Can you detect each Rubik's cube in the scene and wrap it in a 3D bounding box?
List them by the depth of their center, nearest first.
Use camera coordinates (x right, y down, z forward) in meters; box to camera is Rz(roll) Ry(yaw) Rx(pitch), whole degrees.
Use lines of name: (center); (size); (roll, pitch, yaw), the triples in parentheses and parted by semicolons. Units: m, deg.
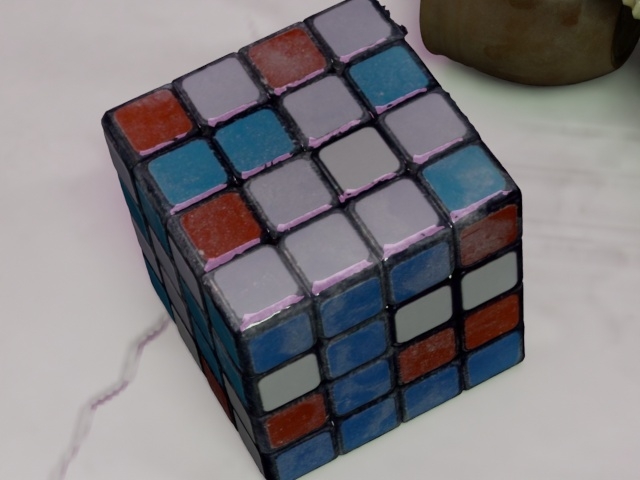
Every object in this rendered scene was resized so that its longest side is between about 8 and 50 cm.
Rubik's cube: (0.000, 0.000, 0.593); (0.092, 0.092, 0.092); (-26, 57, -12)

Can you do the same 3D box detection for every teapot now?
teapot: (0.077, -0.108, 0.664); (0.080, 0.085, 0.110); (21, 62, 21)

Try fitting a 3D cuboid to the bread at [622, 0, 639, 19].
bread: (0.154, -0.126, 0.652); (0.207, 0.056, 0.286); (-17, 63, -38)
